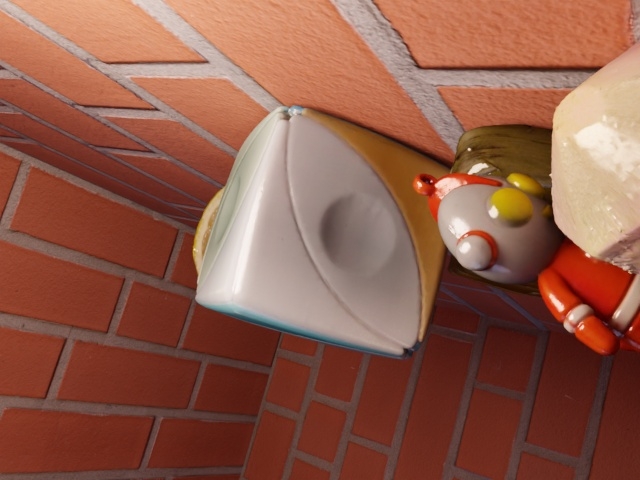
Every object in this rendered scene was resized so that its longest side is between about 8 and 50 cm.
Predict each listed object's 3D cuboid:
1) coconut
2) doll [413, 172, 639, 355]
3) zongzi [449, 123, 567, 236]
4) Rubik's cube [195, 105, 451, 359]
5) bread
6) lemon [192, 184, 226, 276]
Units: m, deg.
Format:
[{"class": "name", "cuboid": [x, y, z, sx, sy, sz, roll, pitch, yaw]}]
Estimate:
[{"class": "coconut", "cuboid": [0.319, -0.069, 0.540, 0.245, 0.233, 0.233, 14, 171, -7]}, {"class": "doll", "cuboid": [0.246, 0.012, 0.660, 0.336, 0.105, 0.200, 32, -140, 18]}, {"class": "zongzi", "cuboid": [0.361, -0.076, 0.742, 0.356, 0.174, 0.393, 29, 149, -4]}, {"class": "Rubik's cube", "cuboid": [0.000, 0.000, 1.110, 0.352, 0.347, 0.351, 19, 170, -20]}, {"class": "bread", "cuboid": [0.440, 0.052, 1.420, 0.246, 0.111, 0.239, 16, 172, -3]}, {"class": "lemon", "cuboid": [-0.092, 0.023, 1.480, 0.364, 0.364, 0.364, 16, 171, 3]}]
